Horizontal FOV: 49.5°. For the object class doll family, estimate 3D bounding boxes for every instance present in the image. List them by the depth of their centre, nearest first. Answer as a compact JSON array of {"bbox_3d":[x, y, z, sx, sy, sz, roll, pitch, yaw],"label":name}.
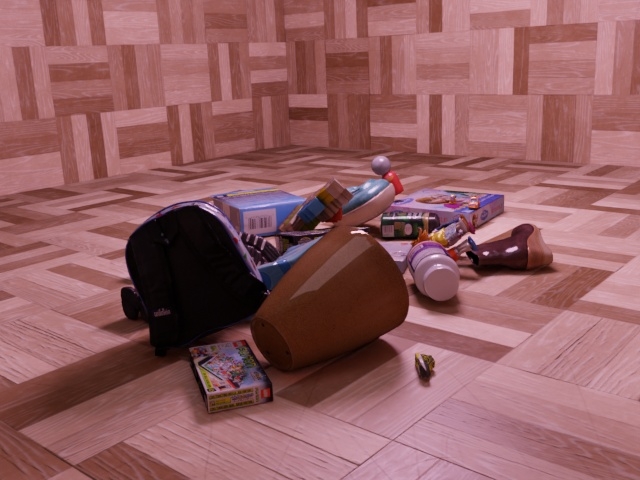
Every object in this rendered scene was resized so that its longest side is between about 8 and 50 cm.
[{"bbox_3d":[0.322,-0.005,1.878,0.163,0.118,0.263,-32,6,18],"label":"doll family"}]

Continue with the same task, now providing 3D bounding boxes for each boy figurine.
[{"bbox_3d":[-0.332,0.111,1.665,0.177,0.092,0.285,4,19,34],"label":"boy figurine"}]

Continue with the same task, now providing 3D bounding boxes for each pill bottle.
[{"bbox_3d":[0.273,0.075,1.660,0.108,0.108,0.193,-3,15,0],"label":"pill bottle"}]

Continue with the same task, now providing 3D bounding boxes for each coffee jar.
[{"bbox_3d":[0.283,-0.047,2.178,0.185,0.079,0.096,1,15,11],"label":"coffee jar"}]

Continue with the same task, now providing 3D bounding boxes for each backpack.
[{"bbox_3d":[-0.259,0.052,1.411,0.277,0.263,0.213,-24,18,-5],"label":"backpack"}]

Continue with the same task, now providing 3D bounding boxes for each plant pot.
[{"bbox_3d":[0.000,0.134,1.328,0.254,0.237,0.237,-34,31,-34],"label":"plant pot"}]

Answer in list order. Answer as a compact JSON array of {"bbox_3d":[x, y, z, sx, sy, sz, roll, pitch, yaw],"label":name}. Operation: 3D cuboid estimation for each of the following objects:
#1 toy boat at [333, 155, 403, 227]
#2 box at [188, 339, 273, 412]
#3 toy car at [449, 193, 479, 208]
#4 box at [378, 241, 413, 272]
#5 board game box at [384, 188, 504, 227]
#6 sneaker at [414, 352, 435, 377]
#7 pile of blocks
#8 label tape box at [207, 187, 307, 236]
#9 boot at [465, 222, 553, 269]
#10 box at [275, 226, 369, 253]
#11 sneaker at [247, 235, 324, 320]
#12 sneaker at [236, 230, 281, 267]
[{"bbox_3d":[0.157,-0.163,2.324,0.267,0.148,0.318,-26,11,48],"label":"toy boat"},{"bbox_3d":[-0.166,0.239,1.250,0.114,0.036,0.207,-7,15,-18],"label":"box"},{"bbox_3d":[0.471,-0.132,2.288,0.122,0.040,0.060,10,20,35],"label":"toy car"},{"bbox_3d":[0.175,0.045,1.928,0.145,0.038,0.186,1,16,15],"label":"box"},{"bbox_3d":[0.436,-0.114,2.428,0.318,0.065,0.319,7,18,33],"label":"board game box"},{"bbox_3d":[0.193,0.224,1.258,0.035,0.031,0.083,-2,15,-2],"label":"sneaker"},{"bbox_3d":[-0.011,-0.071,2.132,0.149,0.113,0.362,-54,10,-30],"label":"pile of blocks"},{"bbox_3d":[-0.222,-0.102,2.413,0.249,0.115,0.348,-9,13,-25],"label":"label tape box"},{"bbox_3d":[0.498,0.011,1.896,0.207,0.090,0.248,-1,18,-2],"label":"boot"},{"bbox_3d":[0.000,0.000,1.983,0.216,0.060,0.270,-6,3,-15],"label":"box"},{"bbox_3d":[-0.098,0.100,1.653,0.319,0.127,0.208,-25,2,-22],"label":"sneaker"},{"bbox_3d":[-0.238,0.041,1.904,0.281,0.106,0.162,23,-25,2],"label":"sneaker"}]
